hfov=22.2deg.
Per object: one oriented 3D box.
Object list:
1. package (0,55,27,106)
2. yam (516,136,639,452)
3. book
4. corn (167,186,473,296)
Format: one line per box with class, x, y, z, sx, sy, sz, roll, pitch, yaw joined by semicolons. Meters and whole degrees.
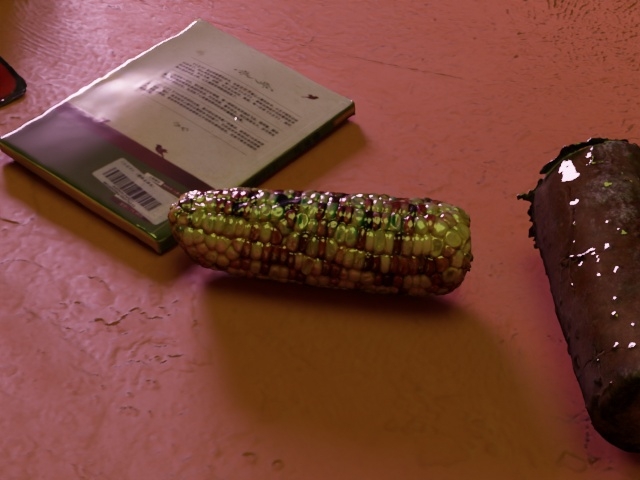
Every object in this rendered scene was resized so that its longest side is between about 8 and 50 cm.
package;-0.427;-0.185;1.521;0.269;0.071;0.194;45;60;12
yam;0.245;0.043;1.310;0.131;0.131;0.279;1;41;-8
book;-0.127;-0.105;1.498;0.201;0.026;0.289;30;44;25
corn;0.000;0.000;1.350;0.253;0.086;0.086;4;40;-1
